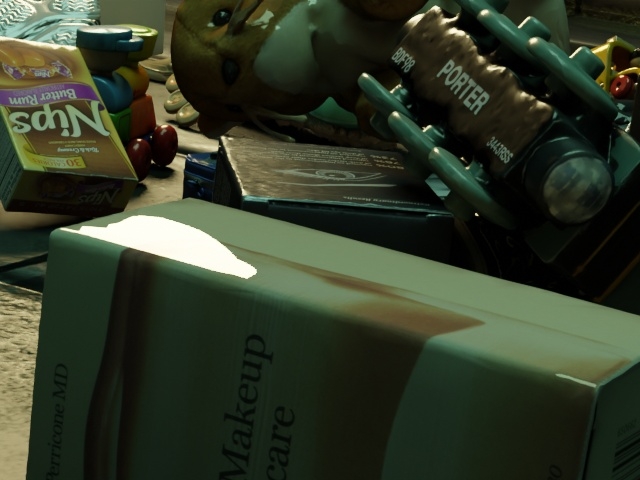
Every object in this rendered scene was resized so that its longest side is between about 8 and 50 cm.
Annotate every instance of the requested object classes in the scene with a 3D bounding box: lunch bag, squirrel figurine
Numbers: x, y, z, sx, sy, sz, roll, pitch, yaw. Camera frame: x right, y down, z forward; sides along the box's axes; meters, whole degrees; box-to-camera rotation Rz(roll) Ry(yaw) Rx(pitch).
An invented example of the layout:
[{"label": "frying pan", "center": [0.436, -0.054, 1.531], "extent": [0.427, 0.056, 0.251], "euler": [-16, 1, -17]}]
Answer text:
[{"label": "lunch bag", "center": [-0.078, -0.050, 1.484], "extent": [0.098, 0.065, 0.067], "euler": [-7, 19, -44]}, {"label": "squirrel figurine", "center": [0.044, -0.210, 1.641], "extent": [0.371, 0.281, 0.397], "euler": [-10, 24, 4]}]

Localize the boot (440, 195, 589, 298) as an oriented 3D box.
[{"label": "boot", "center": [0.161, 0.015, 1.298], "extent": [0.179, 0.085, 0.236], "euler": [6, 12, -10]}]

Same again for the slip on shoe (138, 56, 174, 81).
[{"label": "slip on shoe", "center": [-0.176, -0.223, 2.166], "extent": [0.135, 0.041, 0.051], "euler": [15, 17, 31]}]

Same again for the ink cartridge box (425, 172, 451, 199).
[{"label": "ink cartridge box", "center": [0.156, -0.036, 1.575], "extent": [0.223, 0.045, 0.224], "euler": [-3, 17, -33]}]

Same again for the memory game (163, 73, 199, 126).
[{"label": "memory game", "center": [-0.099, -0.196, 1.912], "extent": [0.186, 0.012, 0.186], "euler": [-20, 39, 17]}]

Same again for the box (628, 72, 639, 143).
[{"label": "box", "center": [0.336, -0.018, 1.269], "extent": [0.167, 0.203, 0.168], "euler": [-7, 20, -44]}]

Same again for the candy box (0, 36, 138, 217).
[{"label": "candy box", "center": [-0.240, -0.100, 1.462], "extent": [0.109, 0.053, 0.186], "euler": [4, 43, -35]}]

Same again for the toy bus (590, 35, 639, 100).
[{"label": "toy bus", "center": [0.343, -0.181, 1.951], "extent": [0.202, 0.104, 0.191], "euler": [4, -23, 5]}]

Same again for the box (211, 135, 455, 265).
[{"label": "box", "center": [0.000, 0.000, 1.238], "extent": [0.153, 0.108, 0.207], "euler": [5, 15, -8]}]

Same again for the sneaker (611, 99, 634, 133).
[{"label": "sneaker", "center": [0.343, -0.095, 1.797], "extent": [0.153, 0.101, 0.268], "euler": [11, 9, 21]}]

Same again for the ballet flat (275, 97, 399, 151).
[{"label": "ballet flat", "center": [0.014, -0.180, 1.932], "extent": [0.147, 0.147, 0.409], "euler": [-5, 19, -38]}]

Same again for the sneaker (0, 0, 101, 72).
[{"label": "sneaker", "center": [-0.296, -0.191, 1.767], "extent": [0.137, 0.210, 0.365], "euler": [5, 40, -4]}]

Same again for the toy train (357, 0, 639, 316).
[{"label": "toy train", "center": [0.151, -0.068, 1.198], "extent": [0.190, 0.142, 0.334], "euler": [38, 8, -25]}]

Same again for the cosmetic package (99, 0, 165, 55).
[{"label": "cosmetic package", "center": [-0.375, -0.312, 2.201], "extent": [0.197, 0.155, 0.365], "euler": [10, 16, 23]}]

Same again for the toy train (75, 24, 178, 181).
[{"label": "toy train", "center": [-0.189, -0.150, 1.668], "extent": [0.105, 0.143, 0.248], "euler": [10, 15, 10]}]

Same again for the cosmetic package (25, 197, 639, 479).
[{"label": "cosmetic package", "center": [0.012, 0.087, 0.822], "extent": [0.296, 0.153, 0.129], "euler": [13, 15, 30]}]
